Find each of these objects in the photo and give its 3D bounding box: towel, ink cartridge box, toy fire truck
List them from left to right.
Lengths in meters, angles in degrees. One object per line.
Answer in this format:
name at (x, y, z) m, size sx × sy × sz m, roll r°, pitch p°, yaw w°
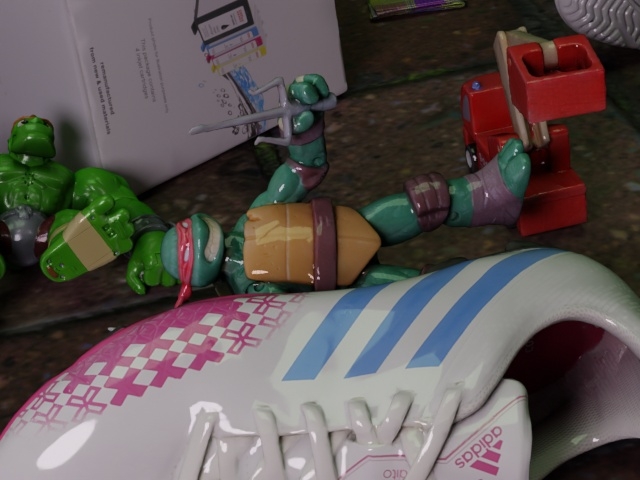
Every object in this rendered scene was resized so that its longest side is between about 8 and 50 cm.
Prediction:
ink cartridge box at (-0.127, -0.158, 1.210) m, size 0.233 × 0.168 × 0.171 m, roll -30°, pitch 33°, yaw -35°
towel at (0.080, -0.204, 1.406) m, size 0.083 × 0.009 × 0.060 m, roll -9°, pitch 27°, yaw -2°
toy fire truck at (0.125, -0.079, 1.021) m, size 0.047 × 0.135 × 0.192 m, roll -12°, pitch 28°, yaw -6°

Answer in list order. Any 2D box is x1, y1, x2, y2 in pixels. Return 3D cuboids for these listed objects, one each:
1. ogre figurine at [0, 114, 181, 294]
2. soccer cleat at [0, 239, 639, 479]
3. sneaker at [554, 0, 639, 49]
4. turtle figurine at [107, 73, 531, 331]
ogre figurine at (-0.187, -0.018, 1.039) m, size 0.197 × 0.097 × 0.118 m, roll -10°, pitch 27°, yaw -7°
soccer cleat at (0.014, 0.083, 0.769) m, size 0.331 × 0.116 × 0.143 m, roll -17°, pitch 28°, yaw -16°
sneaker at (0.237, -0.218, 1.298) m, size 0.235 × 0.094 × 0.153 m, roll -26°, pitch 31°, yaw -29°
turtle figurine at (0.000, 0.000, 0.911) m, size 0.234 × 0.175 × 0.118 m, roll -1°, pitch -13°, yaw -9°
